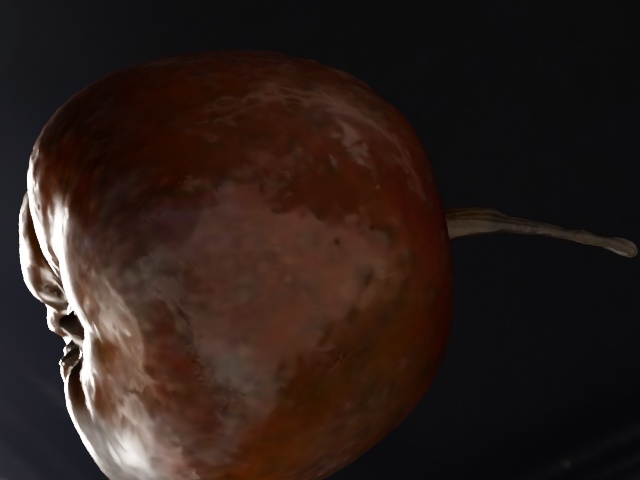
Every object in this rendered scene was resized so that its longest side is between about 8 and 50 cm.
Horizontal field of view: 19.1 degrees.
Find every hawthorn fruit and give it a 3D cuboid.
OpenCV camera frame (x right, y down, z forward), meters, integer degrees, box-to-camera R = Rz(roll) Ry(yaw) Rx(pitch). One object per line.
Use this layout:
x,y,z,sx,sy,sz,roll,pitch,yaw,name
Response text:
-0.040,0.008,0.982,0.231,0.263,0.235,-25,-77,50,hawthorn fruit
